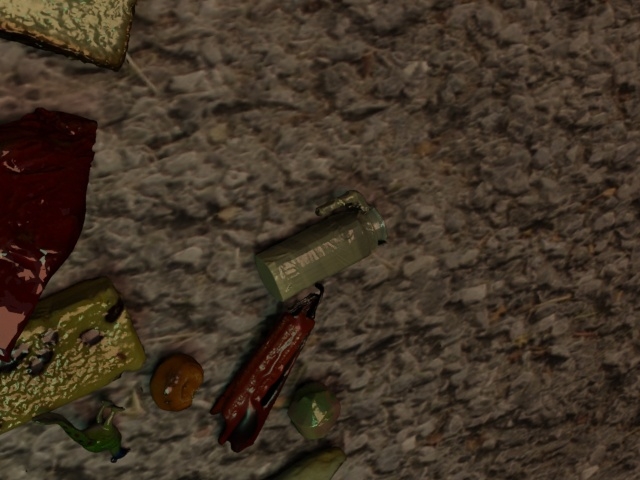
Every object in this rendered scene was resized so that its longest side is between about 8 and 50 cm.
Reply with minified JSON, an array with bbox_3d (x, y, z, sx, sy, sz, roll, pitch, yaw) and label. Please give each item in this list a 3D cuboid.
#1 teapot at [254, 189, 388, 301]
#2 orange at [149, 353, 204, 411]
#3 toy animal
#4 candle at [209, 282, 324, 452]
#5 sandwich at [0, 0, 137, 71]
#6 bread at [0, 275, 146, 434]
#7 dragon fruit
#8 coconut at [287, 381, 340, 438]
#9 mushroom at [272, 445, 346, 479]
[{"bbox_3d":[0.000,0.000,1.258,0.200,0.077,0.107,-27,114,-18],"label":"teapot"},{"bbox_3d":[-0.214,0.204,1.205,0.086,0.062,0.086,-30,128,-48],"label":"orange"},{"bbox_3d":[-0.315,0.249,1.143,0.075,0.041,0.217,-58,152,-17],"label":"toy animal"},{"bbox_3d":[-0.073,0.193,1.256,0.084,0.059,0.302,29,102,-21],"label":"candle"},{"bbox_3d":[-0.324,-0.379,0.984,0.271,0.099,0.301,17,97,-25],"label":"sandwich"},{"bbox_3d":[-0.411,0.175,1.085,0.361,0.077,0.138,-24,114,-21],"label":"bread"},{"bbox_3d":[-0.405,-0.044,1.011,0.302,0.240,0.330,34,62,-3],"label":"dragon fruit"},{"bbox_3d":[-0.010,0.268,1.321,0.083,0.082,0.081,0,138,12],"label":"coconut"},{"bbox_3d":[-0.089,0.442,1.306,0.333,0.107,0.087,-25,157,-22],"label":"mushroom"}]
